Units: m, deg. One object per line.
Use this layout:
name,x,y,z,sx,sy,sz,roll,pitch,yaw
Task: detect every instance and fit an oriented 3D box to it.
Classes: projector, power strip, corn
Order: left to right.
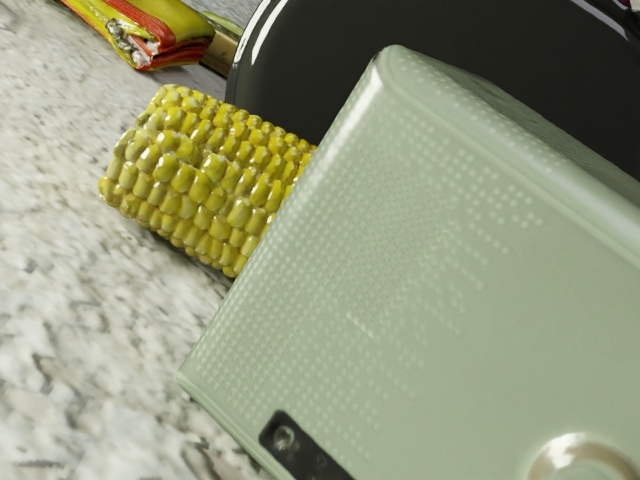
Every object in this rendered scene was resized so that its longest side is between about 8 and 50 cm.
power strip,-0.115,-0.206,1.101,0.305,0.044,0.064,30,15,-13
corn,0.000,0.000,0.598,0.244,0.093,0.093,30,15,-9
projector,0.089,0.057,0.441,0.242,0.177,0.163,41,19,24

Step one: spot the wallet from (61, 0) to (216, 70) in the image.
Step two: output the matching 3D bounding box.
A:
wallet,-0.215,-0.239,0.960,0.241,0.067,0.141,34,17,3

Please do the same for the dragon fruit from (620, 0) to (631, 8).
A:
dragon fruit,0.107,-0.152,0.882,0.329,0.329,0.329,30,15,-9

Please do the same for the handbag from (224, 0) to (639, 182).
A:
handbag,0.091,-0.068,0.694,0.308,0.253,0.093,32,3,-4

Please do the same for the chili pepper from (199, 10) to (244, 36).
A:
chili pepper,-0.060,-0.193,1.179,0.208,0.043,0.049,32,3,-5
